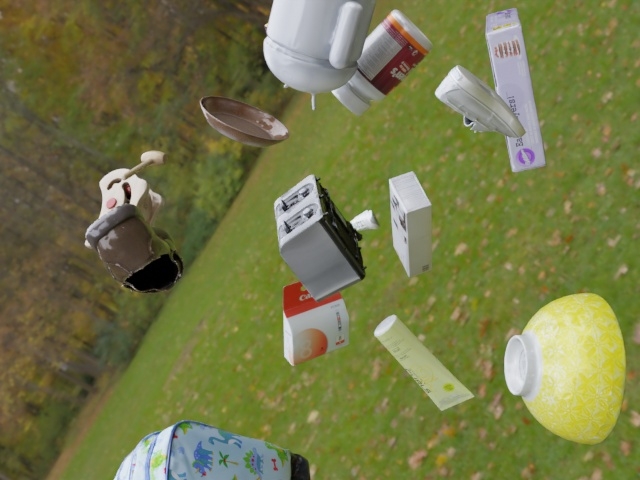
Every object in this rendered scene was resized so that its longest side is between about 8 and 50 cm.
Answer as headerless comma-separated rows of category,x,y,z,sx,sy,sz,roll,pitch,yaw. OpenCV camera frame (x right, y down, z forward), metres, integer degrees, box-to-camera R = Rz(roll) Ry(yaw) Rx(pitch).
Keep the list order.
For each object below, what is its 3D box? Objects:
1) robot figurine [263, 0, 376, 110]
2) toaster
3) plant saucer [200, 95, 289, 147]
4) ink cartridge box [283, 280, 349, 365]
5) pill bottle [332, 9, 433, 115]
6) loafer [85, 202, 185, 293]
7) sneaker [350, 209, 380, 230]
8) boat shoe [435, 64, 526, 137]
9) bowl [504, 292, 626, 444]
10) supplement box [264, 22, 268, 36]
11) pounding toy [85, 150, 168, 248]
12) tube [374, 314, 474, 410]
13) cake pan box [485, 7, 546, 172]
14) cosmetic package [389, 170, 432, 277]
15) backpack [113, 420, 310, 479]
robot figurine,0.001,-0.448,1.804,0.300,0.199,0.354,-122,43,-54
toaster,0.000,0.000,1.617,0.110,0.186,0.168,-30,31,12
plant saucer,-0.162,-0.243,1.880,0.199,0.198,0.036,-77,11,-67
ink cartridge box,-0.006,0.160,1.882,0.045,0.145,0.179,39,137,46
pill bottle,0.129,-0.384,1.964,0.221,0.121,0.121,-45,11,17
loafer,-0.323,0.051,1.646,0.133,0.130,0.366,-36,-13,-2
sneaker,0.120,-0.047,2.419,0.061,0.054,0.152,-26,4,-6
boat shoe,0.246,-0.198,1.384,0.063,0.184,0.066,-41,49,24
bowl,0.447,0.243,1.730,0.289,0.156,0.290,-177,90,-80
supplement box,-0.025,-0.513,2.165,0.188,0.104,0.081,-37,-33,-16
pounding toy,-0.469,-0.100,2.080,0.154,0.155,0.270,8,64,32
tube,0.210,0.258,1.865,0.062,0.240,0.070,-45,13,-10
cake pan box,0.356,-0.275,1.648,0.070,0.267,0.246,-10,17,16
cosmetic package,0.191,-0.030,1.912,0.239,0.060,0.099,80,171,-54
backpack,-0.194,0.466,1.604,0.273,0.355,0.290,119,163,-49
